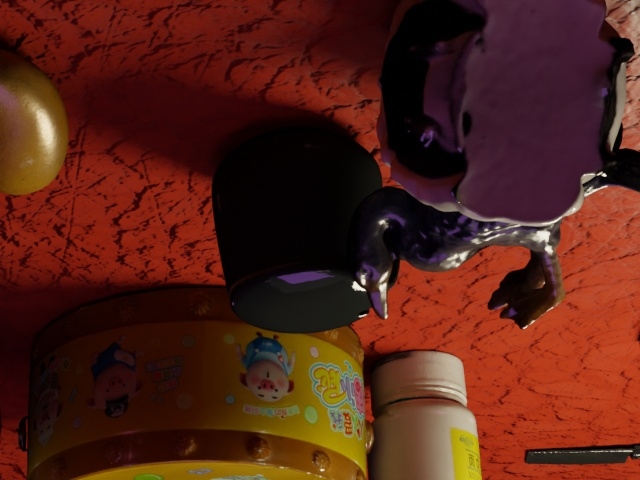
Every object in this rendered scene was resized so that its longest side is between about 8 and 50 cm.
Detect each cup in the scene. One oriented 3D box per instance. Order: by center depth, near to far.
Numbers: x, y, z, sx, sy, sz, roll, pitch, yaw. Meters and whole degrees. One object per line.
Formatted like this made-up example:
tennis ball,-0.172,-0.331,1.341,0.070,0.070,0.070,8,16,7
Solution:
cup,0.000,0.000,1.825,0.223,0.176,0.169,21,142,-38

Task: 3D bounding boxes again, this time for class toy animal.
toy animal,0.153,-0.127,1.584,0.204,0.208,0.156,3,-169,-16
toy animal,0.171,-0.021,1.717,0.298,0.122,0.185,-31,110,9

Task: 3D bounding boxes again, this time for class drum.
drum,-0.151,0.234,2.244,0.431,0.214,0.431,-3,155,-1

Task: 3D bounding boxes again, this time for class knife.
knife,0.421,0.313,2.696,0.245,0.019,0.072,-1,158,2

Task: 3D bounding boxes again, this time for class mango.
mango,-0.279,-0.112,1.672,0.102,0.085,0.184,1,144,1

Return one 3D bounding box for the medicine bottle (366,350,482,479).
medicine bottle,0.127,0.277,2.311,0.143,0.258,0.143,-4,154,-2
